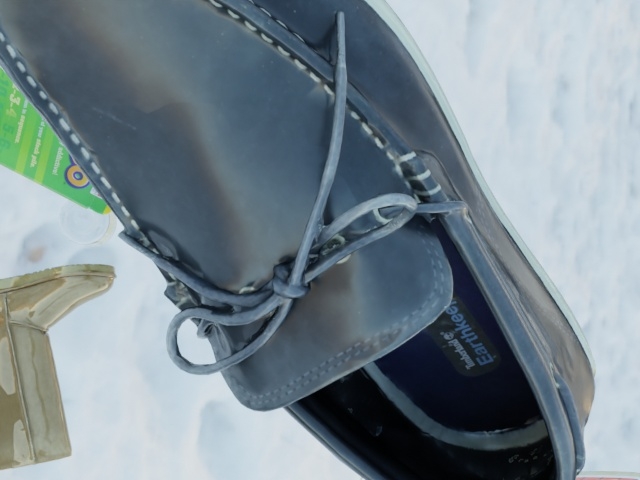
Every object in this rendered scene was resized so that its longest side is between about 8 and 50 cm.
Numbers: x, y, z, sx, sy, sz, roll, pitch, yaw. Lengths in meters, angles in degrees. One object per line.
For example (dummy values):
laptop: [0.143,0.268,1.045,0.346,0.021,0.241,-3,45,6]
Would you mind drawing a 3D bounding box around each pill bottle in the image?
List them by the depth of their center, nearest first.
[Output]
pill bottle: [-0.305,-0.025,1.478,0.116,0.065,0.065,138,-41,-86]

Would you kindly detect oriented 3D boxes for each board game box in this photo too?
board game box: [-0.280,-0.130,1.043,0.259,0.039,0.124,30,86,-32]

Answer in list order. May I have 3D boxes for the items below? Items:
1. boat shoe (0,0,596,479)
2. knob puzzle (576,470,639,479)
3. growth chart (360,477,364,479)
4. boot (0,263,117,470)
boat shoe: [0.000,0.000,0.604,0.500,0.186,0.156,47,30,-30]
knob puzzle: [0.192,0.238,0.927,0.213,0.213,0.030,-39,112,-45]
growth chart: [0.096,0.342,1.620,0.172,0.021,0.237,-48,151,-43]
boot: [-0.389,0.181,1.607,0.089,0.236,0.270,38,41,-78]
